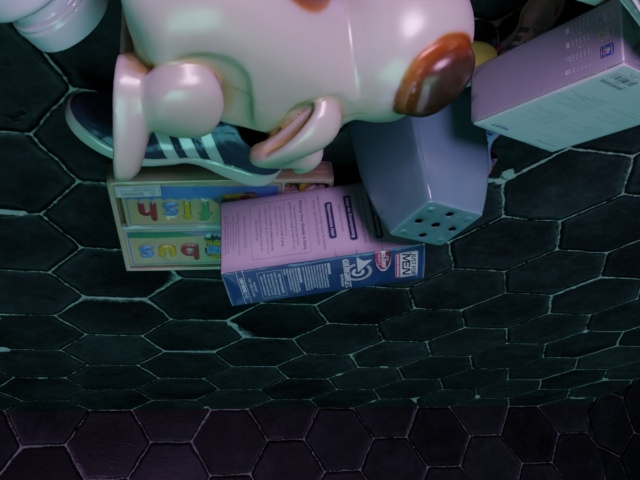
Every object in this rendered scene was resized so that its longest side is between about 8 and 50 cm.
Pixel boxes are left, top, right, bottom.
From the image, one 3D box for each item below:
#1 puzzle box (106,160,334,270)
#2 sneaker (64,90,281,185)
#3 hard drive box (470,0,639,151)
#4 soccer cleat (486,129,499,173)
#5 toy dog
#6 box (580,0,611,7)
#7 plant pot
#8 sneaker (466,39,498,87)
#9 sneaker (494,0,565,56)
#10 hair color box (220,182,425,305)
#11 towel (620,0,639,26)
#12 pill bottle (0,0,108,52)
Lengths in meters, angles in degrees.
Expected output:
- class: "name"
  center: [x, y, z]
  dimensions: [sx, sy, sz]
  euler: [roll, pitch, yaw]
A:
- class: "puzzle box"
  center: [-0.189, -0.040, 1.278]
  dimensions: [0.409, 0.052, 0.272]
  euler: [-2, 142, -7]
- class: "sneaker"
  center: [-0.196, -0.190, 0.996]
  dimensions: [0.350, 0.131, 0.148]
  euler: [7, 142, -32]
- class: "hard drive box"
  center: [0.347, -0.206, 0.870]
  dimensions: [0.181, 0.089, 0.232]
  euler: [11, 165, -33]
- class: "soccer cleat"
  center: [0.288, -0.127, 1.229]
  dimensions: [0.095, 0.083, 0.248]
  euler: [-14, 147, 5]
- class: "toy dog"
  center: [-0.025, -0.256, 0.767]
  dimensions: [0.408, 0.284, 0.395]
  euler: [2, 141, -16]
- class: "box"
  center: [0.439, -0.349, 0.795]
  dimensions: [0.311, 0.147, 0.121]
  euler: [8, 148, -20]
- class: "plant pot"
  center: [0.167, -0.123, 1.051]
  dimensions: [0.166, 0.234, 0.166]
  euler: [12, 145, -28]
- class: "sneaker"
  center: [0.163, -0.278, 0.934]
  dimensions: [0.209, 0.081, 0.094]
  euler: [1, 148, -12]
- class: "sneaker"
  center: [0.306, -0.284, 0.952]
  dimensions: [0.057, 0.075, 0.161]
  euler: [6, 149, -20]
- class: "hair color box"
  center: [0.000, 0.000, 1.178]
  dimensions: [0.348, 0.173, 0.105]
  euler: [-8, 139, 1]
- class: "towel"
  center: [0.416, -0.370, 0.642]
  dimensions: [0.317, 0.053, 0.332]
  euler: [36, 101, -31]
- class: "pill bottle"
  center: [-0.352, -0.329, 0.681]
  dimensions: [0.152, 0.152, 0.272]
  euler: [-15, 150, 16]
